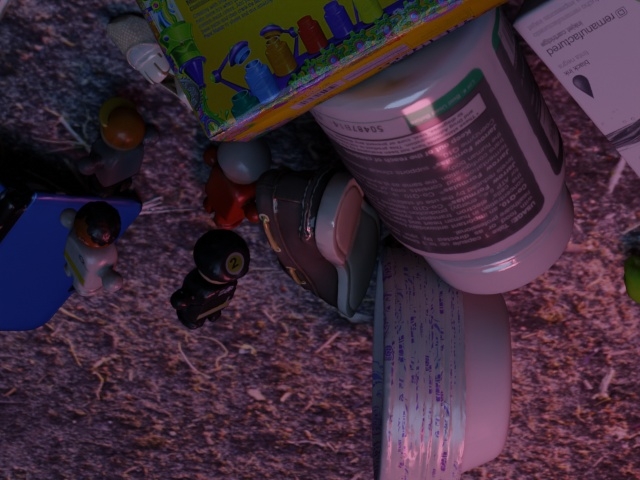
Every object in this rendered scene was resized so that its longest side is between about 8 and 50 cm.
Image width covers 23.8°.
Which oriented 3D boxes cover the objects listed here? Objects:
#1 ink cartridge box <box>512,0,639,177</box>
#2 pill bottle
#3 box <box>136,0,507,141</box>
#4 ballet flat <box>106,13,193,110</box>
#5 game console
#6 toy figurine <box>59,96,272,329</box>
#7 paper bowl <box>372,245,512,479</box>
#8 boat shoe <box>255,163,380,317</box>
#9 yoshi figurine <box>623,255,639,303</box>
[{"bbox_3d":[0.349,-0.176,1.438,0.198,0.115,0.273,-29,112,40],"label":"ink cartridge box"},{"bbox_3d":[0.124,-0.107,1.508,0.204,0.204,0.361,-14,143,18],"label":"pill bottle"},{"bbox_3d":[-0.013,-0.270,1.250,0.290,0.177,0.279,-27,89,10],"label":"box"},{"bbox_3d":[-0.151,-0.176,1.587,0.168,0.052,0.057,31,130,-24],"label":"ballet flat"},{"bbox_3d":[-0.400,-0.023,1.785,0.250,0.173,0.293,47,128,3],"label":"game console"},{"bbox_3d":[-0.166,-0.032,1.624,0.209,0.213,0.148,18,147,-7],"label":"toy figurine"},{"bbox_3d":[0.136,0.149,1.732,0.148,0.284,0.284,1,136,1],"label":"paper bowl"},{"bbox_3d":[0.000,0.000,1.676,0.096,0.117,0.324,15,166,12],"label":"boat shoe"},{"bbox_3d":[0.466,0.076,1.750,0.203,0.203,0.362,-21,129,-32],"label":"yoshi figurine"}]
